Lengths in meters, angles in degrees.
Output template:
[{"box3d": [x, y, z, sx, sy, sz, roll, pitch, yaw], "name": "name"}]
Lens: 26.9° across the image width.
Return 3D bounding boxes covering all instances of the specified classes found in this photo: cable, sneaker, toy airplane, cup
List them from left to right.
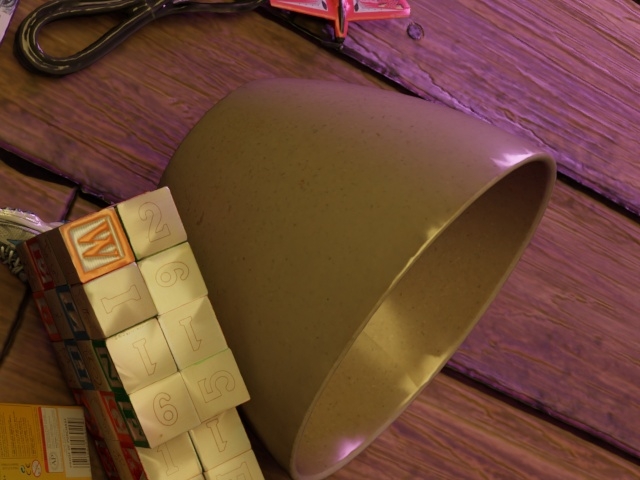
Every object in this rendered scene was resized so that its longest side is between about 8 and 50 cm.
[{"box3d": [-0.246, 0.007, 1.114, 0.135, 0.052, 0.058, 11, 78, -20], "name": "sneaker"}, {"box3d": [-0.152, -0.228, 1.240, 0.287, 0.072, 0.139, -44, 113, -16], "name": "cable"}, {"box3d": [0.000, 0.000, 1.111, 0.237, 0.331, 0.331, 37, 60, 18], "name": "cup"}, {"box3d": [0.012, -0.255, 1.324, 0.151, 0.028, 0.151, 6, 72, -19], "name": "toy airplane"}]

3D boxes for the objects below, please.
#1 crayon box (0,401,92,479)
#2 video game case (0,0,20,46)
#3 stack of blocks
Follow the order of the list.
[{"box3d": [-0.230, 0.259, 0.976, 0.081, 0.165, 0.279, -13, 77, 18], "name": "crayon box"}, {"box3d": [-0.364, -0.250, 1.136, 0.232, 0.042, 0.210, 23, 67, -18], "name": "video game case"}, {"box3d": [-0.128, 0.119, 1.039, 0.087, 0.171, 0.297, -23, 95, -24], "name": "stack of blocks"}]
